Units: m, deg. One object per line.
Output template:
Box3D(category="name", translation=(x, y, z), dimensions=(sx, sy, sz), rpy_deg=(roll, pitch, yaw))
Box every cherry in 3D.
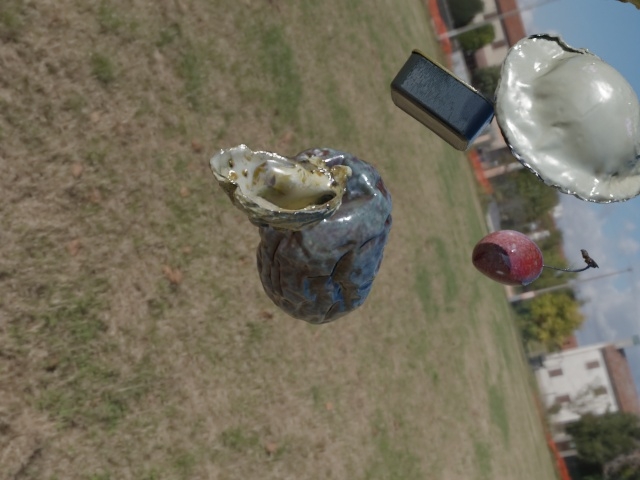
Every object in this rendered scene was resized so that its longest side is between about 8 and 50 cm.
Box3D(category="cherry", translation=(0.351, 0.029, 1.213), dimensions=(0.107, 0.226, 0.090), rpy_deg=(-149, -117, -62))

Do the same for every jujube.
Box3D(category="jujube", translation=(0.000, 0.000, 1.195), dimensions=(0.317, 0.226, 0.226), rpy_deg=(103, -14, -51))

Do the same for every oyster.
Box3D(category="oyster", translation=(-0.028, -0.036, 0.463), dimensions=(0.083, 0.038, 0.080), rpy_deg=(32, 50, -2))

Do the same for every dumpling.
Box3D(category="dumpling", translation=(0.307, -0.142, 0.910), dimensions=(0.247, 0.172, 0.142), rpy_deg=(55, -25, 8))

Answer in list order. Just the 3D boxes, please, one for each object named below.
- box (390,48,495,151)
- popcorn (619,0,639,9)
Box3D(category="box", translation=(0.235, -0.268, 1.411), dimensions=(0.201, 0.090, 0.144), rpy_deg=(38, 1, 8))
Box3D(category="popcorn", translation=(0.476, -0.448, 1.057), dimensions=(0.286, 0.174, 0.225), rpy_deg=(98, -2, -76))
